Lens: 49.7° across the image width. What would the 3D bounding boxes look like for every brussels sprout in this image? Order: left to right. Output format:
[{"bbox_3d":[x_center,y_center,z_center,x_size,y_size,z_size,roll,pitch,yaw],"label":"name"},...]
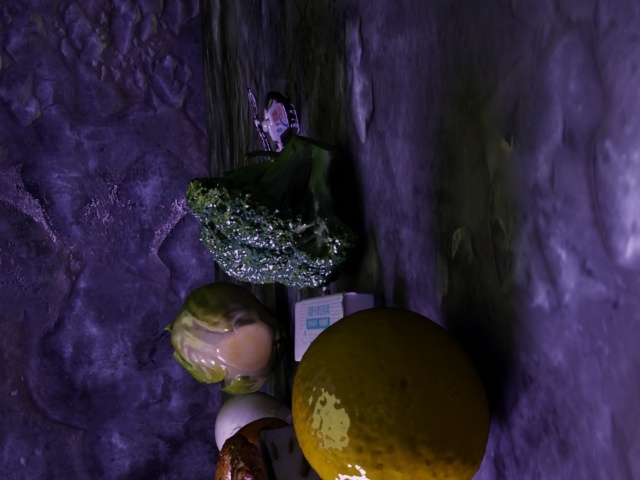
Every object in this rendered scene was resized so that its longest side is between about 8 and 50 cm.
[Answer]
[{"bbox_3d":[-0.203,0.217,1.547,0.227,0.259,0.294,-64,19,-9],"label":"brussels sprout"}]

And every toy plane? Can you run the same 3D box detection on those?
[{"bbox_3d":[-0.079,-0.205,1.290,0.053,0.078,0.197,-115,10,-49],"label":"toy plane"}]

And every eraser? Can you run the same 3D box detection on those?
[{"bbox_3d":[0.015,0.125,0.969,0.225,0.052,0.095,156,115,-70],"label":"eraser"}]

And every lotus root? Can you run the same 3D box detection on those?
[{"bbox_3d":[-0.015,0.472,1.103,0.267,0.149,0.260,-116,28,-42],"label":"lotus root"}]

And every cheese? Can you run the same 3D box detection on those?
[{"bbox_3d":[-0.151,0.438,1.595,0.154,0.189,0.198,-58,-21,-54],"label":"cheese"}]

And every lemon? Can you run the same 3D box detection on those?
[{"bbox_3d":[0.062,0.148,0.636,0.178,0.178,0.203,101,161,-47],"label":"lemon"}]

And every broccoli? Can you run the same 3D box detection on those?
[{"bbox_3d":[-0.062,-0.042,1.016,0.241,0.261,0.269,-64,-6,13],"label":"broccoli"}]

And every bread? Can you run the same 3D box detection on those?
[{"bbox_3d":[-0.124,0.396,1.078,0.193,0.064,0.193,176,90,-68],"label":"bread"}]

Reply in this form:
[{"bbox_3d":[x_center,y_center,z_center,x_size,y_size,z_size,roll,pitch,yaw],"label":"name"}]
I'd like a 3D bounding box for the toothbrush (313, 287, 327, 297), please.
[{"bbox_3d":[0.000,0.000,1.139,0.020,0.025,0.286,-131,39,-67],"label":"toothbrush"}]

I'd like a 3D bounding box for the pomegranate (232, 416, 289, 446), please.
[{"bbox_3d":[-0.096,0.446,1.317,0.209,0.209,0.209,175,90,-76],"label":"pomegranate"}]

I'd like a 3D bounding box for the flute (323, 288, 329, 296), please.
[{"bbox_3d":[0.029,0.209,1.110,0.014,0.014,0.269,121,142,-67],"label":"flute"}]
